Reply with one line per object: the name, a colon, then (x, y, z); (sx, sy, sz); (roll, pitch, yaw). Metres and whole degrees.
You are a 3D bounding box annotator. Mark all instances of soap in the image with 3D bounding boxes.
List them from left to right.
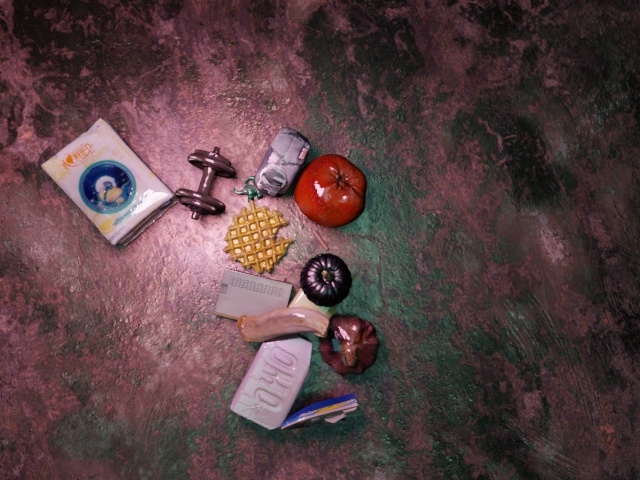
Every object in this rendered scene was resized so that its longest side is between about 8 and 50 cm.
soap: (-0.167, 0.509, 1.717); (0.208, 0.115, 0.347); (28, 83, -4)

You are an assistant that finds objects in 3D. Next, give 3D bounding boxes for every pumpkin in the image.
pumpkin: (0.021, 0.142, 1.627); (0.194, 0.150, 0.194); (-2, 94, -33)

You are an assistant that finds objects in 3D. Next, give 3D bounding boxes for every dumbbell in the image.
dumbbell: (-0.428, -0.214, 1.708); (0.192, 0.192, 0.290); (17, 82, -4)

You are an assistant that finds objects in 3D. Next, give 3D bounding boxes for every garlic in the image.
garlic: (0.113, 0.397, 1.731); (0.245, 0.160, 0.245); (1, 85, -5)

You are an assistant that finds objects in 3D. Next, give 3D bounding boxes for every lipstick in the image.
lipstick: (0.000, 0.000, 1.820); (0.019, 0.019, 0.094); (-36, 89, -7)

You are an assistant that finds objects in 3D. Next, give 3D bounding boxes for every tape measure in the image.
tape measure: (-0.145, -0.283, 1.708); (0.147, 0.256, 0.275); (28, 84, -11)

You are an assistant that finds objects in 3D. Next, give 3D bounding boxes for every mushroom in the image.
mushroom: (-0.136, 0.307, 1.658); (0.351, 0.095, 0.123); (-7, 94, 18)

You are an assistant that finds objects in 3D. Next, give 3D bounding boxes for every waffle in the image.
waffle: (-0.245, -0.014, 1.780); (0.250, 0.056, 0.261); (31, 86, -2)

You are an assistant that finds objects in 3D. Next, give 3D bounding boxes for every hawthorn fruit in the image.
hawthorn fruit: (0.027, -0.186, 1.725); (0.275, 0.299, 0.275); (-1, 92, -41)

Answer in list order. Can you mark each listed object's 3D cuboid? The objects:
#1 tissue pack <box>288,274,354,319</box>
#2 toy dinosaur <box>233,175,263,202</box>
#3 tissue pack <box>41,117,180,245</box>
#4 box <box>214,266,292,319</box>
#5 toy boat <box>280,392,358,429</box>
tissue pack: (0.003, 0.197, 1.751); (0.159, 0.125, 0.234); (32, 83, -1)
toy dinosaur: (-0.277, -0.205, 1.795); (0.132, 0.059, 0.096); (-15, 79, -15)
tissue pack: (-0.770, -0.210, 1.690); (0.287, 0.162, 0.388); (-43, 91, -10)
box: (-0.257, 0.221, 1.758); (0.270, 0.045, 0.211); (12, 92, -4)
toy boat: (-0.007, 0.655, 1.693); (0.295, 0.129, 0.088); (-8, 56, -19)
